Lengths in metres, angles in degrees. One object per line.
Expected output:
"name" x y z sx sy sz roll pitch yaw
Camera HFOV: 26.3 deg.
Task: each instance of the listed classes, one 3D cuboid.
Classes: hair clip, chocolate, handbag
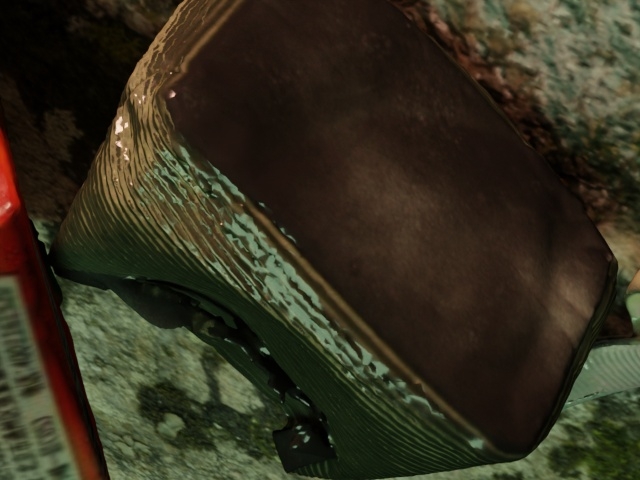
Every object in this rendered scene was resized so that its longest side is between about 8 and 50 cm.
"hair clip" 0.247 0.086 0.969 0.159 0.071 0.218 41 149 -25
"chocolate" -0.289 -0.004 1.005 0.162 0.341 0.360 -18 141 -12
"handbag" 0.000 0.000 0.879 0.341 0.247 0.240 43 141 -12
